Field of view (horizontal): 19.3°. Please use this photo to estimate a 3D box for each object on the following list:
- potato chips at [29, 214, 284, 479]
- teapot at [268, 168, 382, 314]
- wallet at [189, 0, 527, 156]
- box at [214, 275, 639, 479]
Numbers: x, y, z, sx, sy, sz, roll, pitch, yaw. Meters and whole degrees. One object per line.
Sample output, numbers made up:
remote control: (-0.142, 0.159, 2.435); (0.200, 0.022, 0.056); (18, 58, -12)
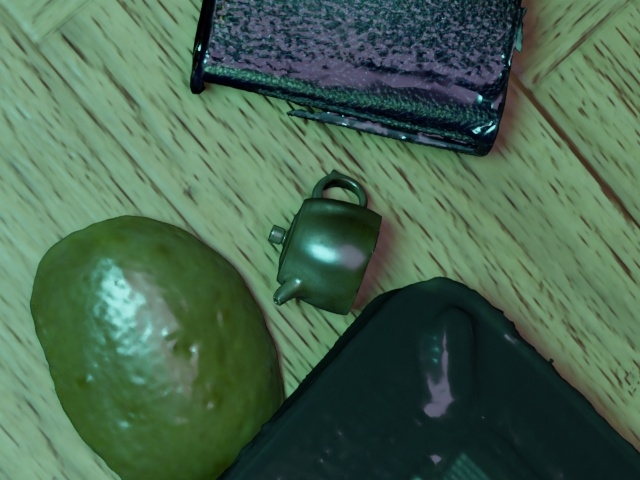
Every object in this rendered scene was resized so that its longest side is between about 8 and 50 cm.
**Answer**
potato chips: (-0.105, 0.079, 1.266); (0.150, 0.049, 0.201); (-22, 98, -8)
teapot: (0.000, 0.000, 1.283); (0.068, 0.076, 0.121); (20, 56, -3)
wallet: (0.036, -0.204, 1.309); (0.221, 0.071, 0.262); (11, 81, -7)
box: (0.084, 0.245, 1.246); (0.359, 0.091, 0.350); (45, 65, -6)
